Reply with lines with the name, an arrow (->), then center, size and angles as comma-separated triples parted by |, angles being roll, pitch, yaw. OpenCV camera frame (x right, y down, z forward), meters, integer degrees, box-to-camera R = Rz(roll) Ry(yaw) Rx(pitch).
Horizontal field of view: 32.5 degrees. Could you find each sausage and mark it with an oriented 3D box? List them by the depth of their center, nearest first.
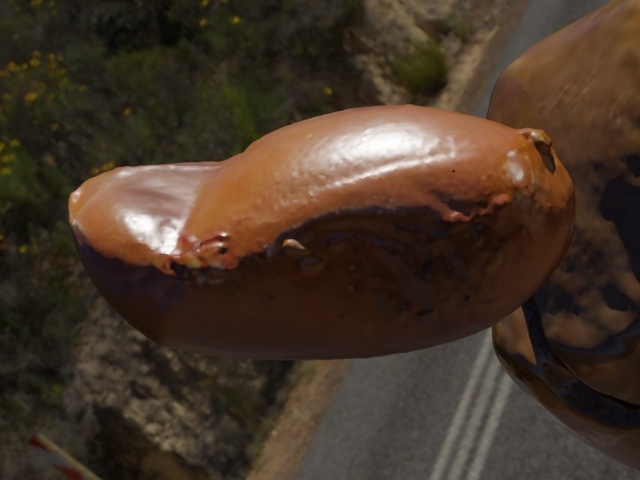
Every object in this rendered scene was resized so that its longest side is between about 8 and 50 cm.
sausage -> 0.000, 0.000, 0.391 | 0.089, 0.179, 0.089 | -5, -90, -81

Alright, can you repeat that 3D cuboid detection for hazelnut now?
hazelnut -> 0.280, -0.013, 0.721 | 0.372, 0.372, 0.315 | -47, 16, 40
